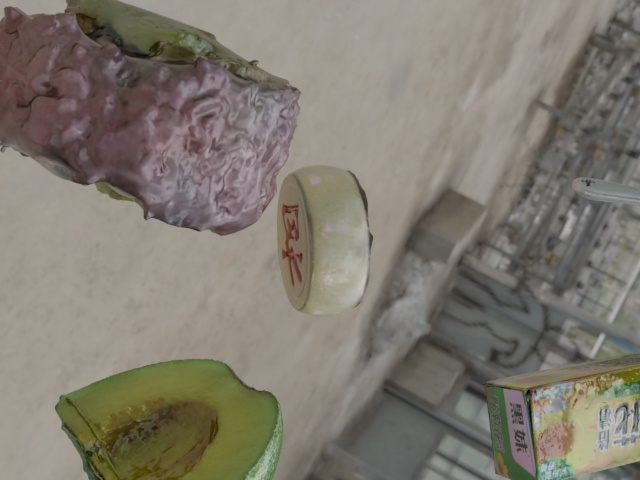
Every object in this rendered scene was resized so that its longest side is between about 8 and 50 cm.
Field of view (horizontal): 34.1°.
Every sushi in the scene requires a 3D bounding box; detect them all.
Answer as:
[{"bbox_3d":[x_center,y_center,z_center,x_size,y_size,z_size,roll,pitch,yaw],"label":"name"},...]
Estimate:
[{"bbox_3d":[-0.091,-0.070,0.595,0.241,0.161,0.108,-34,146,-85],"label":"sushi"}]

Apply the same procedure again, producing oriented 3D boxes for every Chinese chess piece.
[{"bbox_3d":[0.000,0.000,0.838,0.122,0.051,0.122,177,-90,-73],"label":"Chinese chess piece"}]

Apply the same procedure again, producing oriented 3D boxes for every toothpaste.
[{"bbox_3d":[0.158,0.069,0.467,0.037,0.178,0.043,173,-90,-68],"label":"toothpaste"}]

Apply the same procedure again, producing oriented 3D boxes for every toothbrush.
[{"bbox_3d":[0.213,-0.012,0.552,0.014,0.162,0.017,-73,171,-54],"label":"toothbrush"}]

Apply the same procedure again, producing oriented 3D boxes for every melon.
[{"bbox_3d":[-0.123,0.219,1.023,0.169,0.265,0.129,-30,123,-26],"label":"melon"}]
